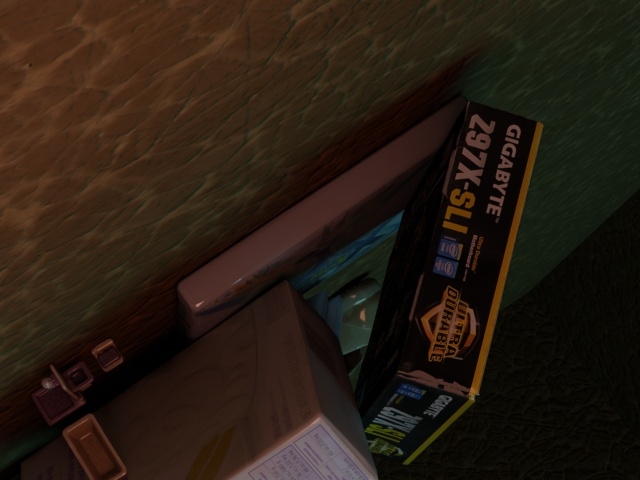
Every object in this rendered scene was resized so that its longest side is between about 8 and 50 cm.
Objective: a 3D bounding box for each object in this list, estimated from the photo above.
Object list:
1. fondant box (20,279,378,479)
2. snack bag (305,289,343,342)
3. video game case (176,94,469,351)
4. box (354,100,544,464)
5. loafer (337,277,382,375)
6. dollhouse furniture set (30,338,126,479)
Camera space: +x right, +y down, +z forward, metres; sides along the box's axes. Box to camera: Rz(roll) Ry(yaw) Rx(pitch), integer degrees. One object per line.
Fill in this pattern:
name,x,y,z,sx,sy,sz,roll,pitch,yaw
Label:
fondant box,-0.122,0.212,1.524,0.330,0.096,0.238,-36,-153,10
snack bag,-0.117,0.214,1.682,0.323,0.037,0.342,-29,-155,17
video game case,0.000,0.000,1.659,0.329,0.036,0.300,-34,170,-11
box,0.106,0.051,1.529,0.322,0.079,0.257,114,-6,-70
loafer,-0.001,0.156,2.250,0.268,0.092,0.102,-42,169,35
dollhouse furniture set,-0.200,0.153,1.475,0.091,0.114,0.081,-32,166,-6
